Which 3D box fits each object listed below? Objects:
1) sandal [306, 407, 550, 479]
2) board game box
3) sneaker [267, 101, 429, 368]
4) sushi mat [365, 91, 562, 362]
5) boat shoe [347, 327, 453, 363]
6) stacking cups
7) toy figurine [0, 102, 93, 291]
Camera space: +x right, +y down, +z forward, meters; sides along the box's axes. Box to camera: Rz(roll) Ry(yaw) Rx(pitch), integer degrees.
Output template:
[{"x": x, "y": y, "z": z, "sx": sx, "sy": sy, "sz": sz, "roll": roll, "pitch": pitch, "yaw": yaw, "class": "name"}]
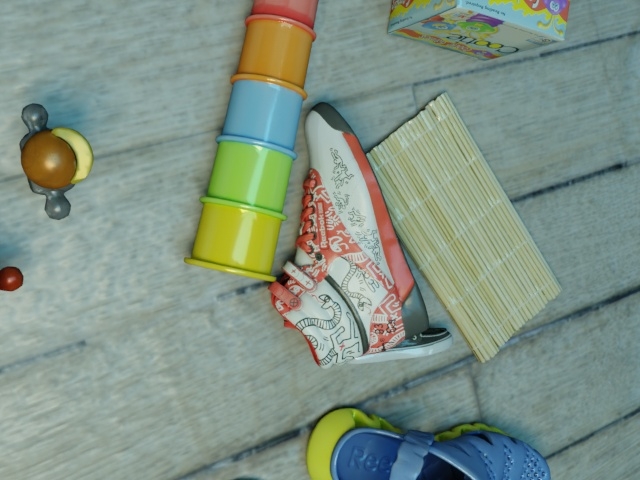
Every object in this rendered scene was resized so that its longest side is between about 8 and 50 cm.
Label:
[{"x": 0.146, "y": 0.276, "z": 0.823, "sx": 0.317, "sy": 0.138, "sz": 0.126, "roll": 11, "pitch": 88, "yaw": -26, "class": "sandal"}, {"x": 0.185, "y": -0.356, "z": 0.778, "sx": 0.144, "sy": 0.142, "sz": 0.275, "roll": 7, "pitch": 91, "yaw": -24, "class": "board game box"}, {"x": 0.000, "y": 0.001, "z": 0.756, "sx": 0.145, "sy": 0.090, "sz": 0.270, "roll": -23, "pitch": 94, "yaw": -7, "class": "sneaker"}, {"x": 0.176, "y": -0.010, "z": 0.873, "sx": 0.151, "sy": 0.019, "sz": 0.316, "roll": -41, "pitch": 109, "yaw": -16, "class": "sushi mat"}, {"x": 0.090, "y": 0.113, "z": 0.830, "sx": 0.142, "sy": 0.049, "sz": 0.040, "roll": -5, "pitch": 96, "yaw": -21, "class": "boat shoe"}, {"x": -0.057, "y": -0.120, "z": 0.730, "sx": 0.096, "sy": 0.096, "sz": 0.316, "roll": 15, "pitch": 84, "yaw": -24, "class": "stacking cups"}, {"x": -0.315, "y": -0.047, "z": 0.580, "sx": 0.213, "sy": 0.148, "sz": 0.209, "roll": 38, "pitch": 80, "yaw": -22, "class": "toy figurine"}]
